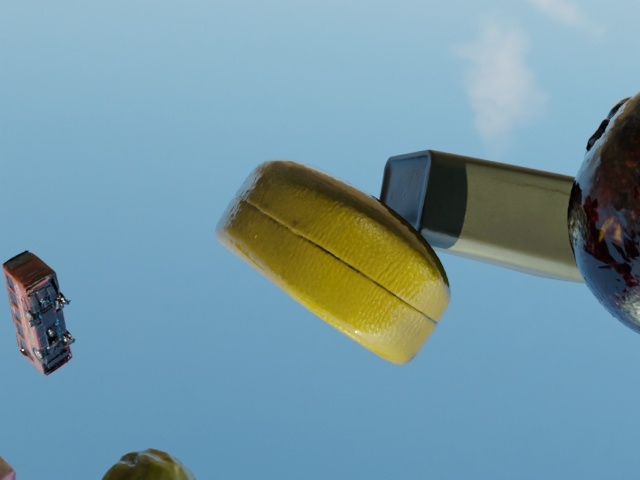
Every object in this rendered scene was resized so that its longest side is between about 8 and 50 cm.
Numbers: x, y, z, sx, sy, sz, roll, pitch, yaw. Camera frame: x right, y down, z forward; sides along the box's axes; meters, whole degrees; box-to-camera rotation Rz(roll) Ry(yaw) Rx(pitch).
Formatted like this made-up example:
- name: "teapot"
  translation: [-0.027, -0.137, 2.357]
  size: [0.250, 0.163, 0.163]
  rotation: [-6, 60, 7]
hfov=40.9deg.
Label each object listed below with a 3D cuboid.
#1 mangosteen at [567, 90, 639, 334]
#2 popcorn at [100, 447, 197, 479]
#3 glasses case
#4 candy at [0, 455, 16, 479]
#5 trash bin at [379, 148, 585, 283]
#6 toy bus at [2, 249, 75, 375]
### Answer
- name: "mangosteen"
  translation: [0.368, -0.022, 0.770]
  size: [0.288, 0.288, 0.288]
  rotation: [3, -149, -2]
- name: "popcorn"
  translation: [-0.209, 0.373, 0.929]
  size: [0.225, 0.174, 0.286]
  rotation: [-32, -147, -9]
- name: "glasses case"
  translation: [0.000, 0.000, 0.984]
  size: [0.173, 0.141, 0.371]
  rotation: [34, 178, -31]
- name: "candy"
  translation: [-0.440, 0.313, 0.849]
  size: [0.155, 0.116, 0.265]
  rotation: [21, -146, 18]
- name: "trash bin"
  translation: [0.204, -0.031, 1.042]
  size: [0.240, 0.122, 0.164]
  rotation: [11, 178, -15]
- name: "toy bus"
  translation: [-0.458, 0.123, 1.396]
  size: [0.096, 0.235, 0.073]
  rotation: [39, -127, 23]
